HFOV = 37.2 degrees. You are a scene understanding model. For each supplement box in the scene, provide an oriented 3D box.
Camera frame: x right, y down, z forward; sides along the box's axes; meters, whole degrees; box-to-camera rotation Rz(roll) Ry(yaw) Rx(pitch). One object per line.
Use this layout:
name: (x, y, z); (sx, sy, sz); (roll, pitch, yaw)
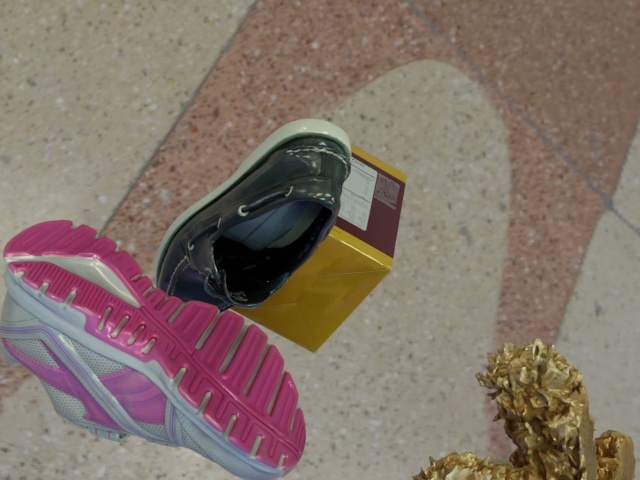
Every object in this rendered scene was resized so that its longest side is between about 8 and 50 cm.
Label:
supplement box: (0.000, 0.000, 1.236); (0.129, 0.191, 0.194); (29, 40, -12)

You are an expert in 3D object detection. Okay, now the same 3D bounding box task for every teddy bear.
teddy bear: (0.094, 0.187, 0.550); (0.338, 0.113, 0.245); (-28, 116, -57)

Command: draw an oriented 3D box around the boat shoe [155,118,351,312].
boat shoe: (-0.079, 0.015, 1.035); (0.127, 0.340, 0.113); (24, 43, -33)

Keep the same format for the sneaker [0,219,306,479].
sneaker: (-0.125, 0.095, 0.688); (0.252, 0.111, 0.103); (35, 35, 5)
